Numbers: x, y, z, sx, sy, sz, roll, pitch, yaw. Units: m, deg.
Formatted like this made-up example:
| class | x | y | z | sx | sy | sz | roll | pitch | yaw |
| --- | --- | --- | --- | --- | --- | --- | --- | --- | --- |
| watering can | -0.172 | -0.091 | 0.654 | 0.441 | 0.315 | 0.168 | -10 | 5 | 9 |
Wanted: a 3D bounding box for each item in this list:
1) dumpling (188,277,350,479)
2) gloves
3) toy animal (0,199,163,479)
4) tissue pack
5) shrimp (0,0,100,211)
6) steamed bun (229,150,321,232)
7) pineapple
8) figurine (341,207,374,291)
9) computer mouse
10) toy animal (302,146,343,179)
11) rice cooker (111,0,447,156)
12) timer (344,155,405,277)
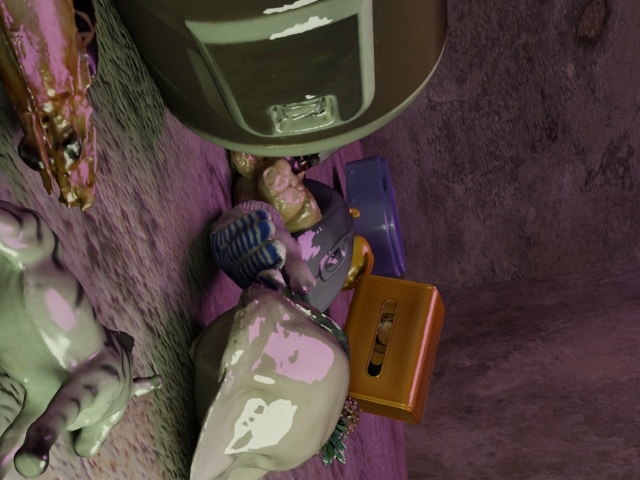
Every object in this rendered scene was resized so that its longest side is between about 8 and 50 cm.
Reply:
| class | x | y | z | sx | sy | sz | roll | pitch | yaw |
| --- | --- | --- | --- | --- | --- | --- | --- | --- | --- |
| dumpling | -0.045 | 0.169 | 0.670 | 0.293 | 0.164 | 0.204 | 88 | -4 | -52 |
| gloves | -0.069 | 0.010 | 0.756 | 0.229 | 0.119 | 0.097 | -139 | -110 | -75 |
| toy animal | -0.157 | 0.052 | 0.369 | 0.176 | 0.074 | 0.216 | -91 | 164 | -70 |
| tissue pack | 0.147 | 0.232 | 1.418 | 0.145 | 0.195 | 0.274 | 64 | 39 | -61 |
| shrimp | -0.189 | -0.161 | 0.433 | 0.152 | 0.063 | 0.287 | -114 | -168 | -81 |
| steamed bun | -0.060 | -0.086 | 0.975 | 0.192 | 0.106 | 0.177 | 61 | 24 | -69 |
| pineapple | 0.024 | 0.324 | 1.155 | 0.221 | 0.083 | 0.103 | 18 | 63 | -77 |
| figurine | 0.060 | 0.018 | 1.581 | 0.156 | 0.131 | 0.246 | 24 | 33 | -32 |
| computer mouse | 0.000 | 0.000 | 1.249 | 0.371 | 0.122 | 0.188 | -75 | 154 | -61 |
| toy animal | -0.014 | -0.235 | 1.198 | 0.156 | 0.208 | 0.204 | 48 | 24 | -24 |
| rice cooker | -0.039 | -0.273 | 0.582 | 0.325 | 0.335 | 0.335 | 75 | 10 | -55 |
| timer | 0.162 | -0.041 | 2.076 | 0.395 | 0.173 | 0.394 | -10 | 90 | -82 |
